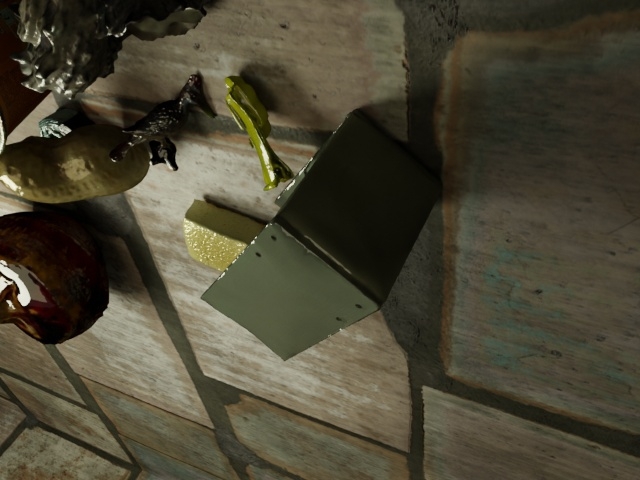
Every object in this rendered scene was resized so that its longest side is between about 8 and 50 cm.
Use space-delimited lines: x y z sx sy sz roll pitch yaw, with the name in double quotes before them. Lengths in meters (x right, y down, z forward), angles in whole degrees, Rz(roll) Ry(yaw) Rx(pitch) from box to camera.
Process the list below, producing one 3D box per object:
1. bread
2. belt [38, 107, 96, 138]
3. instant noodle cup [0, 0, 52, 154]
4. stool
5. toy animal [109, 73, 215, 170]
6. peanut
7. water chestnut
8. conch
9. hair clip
"bread" -0.161 0.007 1.139 0.188 0.068 0.125 22 141 15
"belt" -0.459 -0.185 1.147 0.140 0.058 0.105 32 139 2
"instant noodle cup" -0.525 -0.301 0.941 0.296 0.214 0.296 19 140 17
"stool" 0.000 0.000 0.872 0.170 0.243 0.270 39 142 -8
"toy animal" -0.246 -0.187 0.979 0.105 0.070 0.202 18 132 -42
"peanut" -0.421 -0.133 1.047 0.253 0.122 0.137 -13 150 -13
"water chestnut" -0.659 0.101 1.400 0.350 0.302 0.350 16 135 17
"conch" -0.285 -0.291 0.772 0.313 0.240 0.186 -5 143 22
"hair clip" -0.093 -0.160 0.896 0.173 0.046 0.072 65 161 -7
